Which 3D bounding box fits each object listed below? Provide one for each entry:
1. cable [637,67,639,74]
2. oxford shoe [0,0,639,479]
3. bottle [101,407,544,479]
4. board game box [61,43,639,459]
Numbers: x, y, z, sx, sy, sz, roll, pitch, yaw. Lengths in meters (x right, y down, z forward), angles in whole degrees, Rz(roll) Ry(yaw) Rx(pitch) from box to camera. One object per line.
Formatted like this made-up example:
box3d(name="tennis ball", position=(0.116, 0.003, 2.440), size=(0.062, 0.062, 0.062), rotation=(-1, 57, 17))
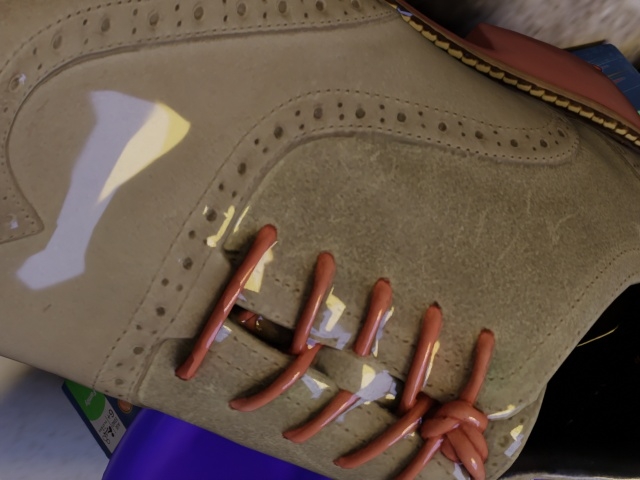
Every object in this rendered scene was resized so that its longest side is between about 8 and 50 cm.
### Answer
box3d(name="cable", position=(0.119, 0.027, 0.761), size=(0.047, 0.184, 0.150), rotation=(11, 161, -5))
box3d(name="oxford shoe", position=(0.000, 0.000, 0.476), size=(0.348, 0.130, 0.123), rotation=(6, 128, -42))
box3d(name="bottle", position=(0.026, 0.099, 0.709), size=(0.118, 0.092, 0.283), rotation=(-60, 154, 8))
box3d(name="board game box", position=(0.018, 0.001, 0.683), size=(0.201, 0.035, 0.136), rotation=(-16, 150, -42))
